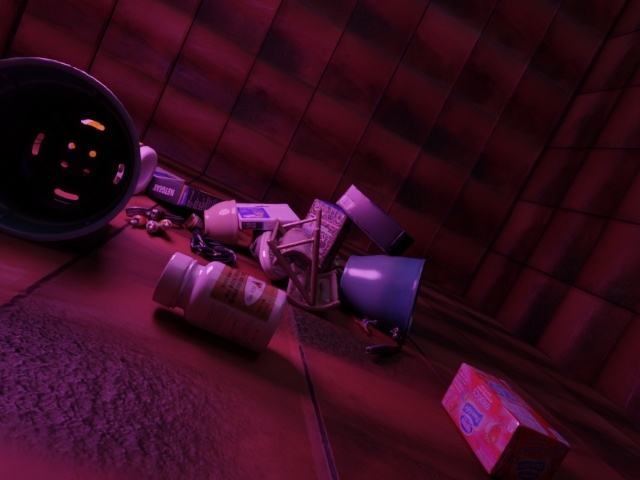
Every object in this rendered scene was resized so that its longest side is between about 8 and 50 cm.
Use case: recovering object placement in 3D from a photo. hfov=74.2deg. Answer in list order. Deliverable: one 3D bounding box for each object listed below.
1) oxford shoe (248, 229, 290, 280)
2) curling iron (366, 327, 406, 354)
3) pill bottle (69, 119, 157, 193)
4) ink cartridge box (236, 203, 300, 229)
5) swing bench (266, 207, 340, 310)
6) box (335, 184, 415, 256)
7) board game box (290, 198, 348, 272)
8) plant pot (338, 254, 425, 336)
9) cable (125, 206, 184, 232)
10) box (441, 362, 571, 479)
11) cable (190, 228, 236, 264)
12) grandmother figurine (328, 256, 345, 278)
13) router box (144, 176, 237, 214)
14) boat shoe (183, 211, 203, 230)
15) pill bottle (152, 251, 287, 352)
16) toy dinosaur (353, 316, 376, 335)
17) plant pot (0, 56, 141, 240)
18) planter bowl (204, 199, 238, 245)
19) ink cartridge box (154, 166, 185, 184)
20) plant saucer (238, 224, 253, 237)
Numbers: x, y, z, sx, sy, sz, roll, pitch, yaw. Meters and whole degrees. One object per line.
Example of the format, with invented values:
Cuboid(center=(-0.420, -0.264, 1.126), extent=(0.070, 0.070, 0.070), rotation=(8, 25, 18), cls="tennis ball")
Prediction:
Cuboid(center=(-0.191, 0.029, 1.512), extent=(0.449, 0.130, 0.169), rotation=(-106, 174, -68), cls="oxford shoe")
Cuboid(center=(0.185, 0.299, 1.214), extent=(0.274, 0.035, 0.068), rotation=(7, 58, -60), cls="curling iron")
Cuboid(center=(-0.789, -0.319, 1.540), extent=(0.334, 0.188, 0.188), rotation=(27, 7, 0), cls="pill bottle")
Cuboid(center=(-0.194, -0.086, 1.504), extent=(0.206, 0.045, 0.208), rotation=(-1, 20, -17), cls="ink cartridge box")
Cuboid(center=(-0.046, 0.062, 1.320), extent=(0.165, 0.255, 0.253), rotation=(-13, 17, 4), cls="swing bench")
Cuboid(center=(0.201, -0.066, 1.537), extent=(0.261, 0.103, 0.184), rotation=(47, 8, 24), cls="box")
Cuboid(center=(0.000, 0.000, 1.681), extent=(0.141, 0.291, 0.232), rotation=(29, 8, 10), cls="board game box")
Cuboid(center=(0.206, 0.167, 1.463), extent=(0.255, 0.272, 0.271), rotation=(13, 3, 15), cls="plant pot")
Cuboid(center=(-0.514, -0.059, 1.323), extent=(0.139, 0.072, 0.287), rotation=(9, -3, -8), cls="cable")
Cuboid(center=(0.387, 0.396, 0.924), extent=(0.128, 0.123, 0.257), rotation=(26, 7, -9), cls="box")
Cuboid(center=(-0.335, 0.019, 1.325), extent=(0.150, 0.047, 0.184), rotation=(24, 7, -22), cls="cable")
Cuboid(center=(0.131, 0.161, 1.825), extent=(0.342, 0.104, 0.208), rotation=(29, -6, 44), cls="grandmother figurine")
Cuboid(center=(-0.504, -0.161, 1.649), extent=(0.309, 0.081, 0.243), rotation=(18, -1, 44), cls="router box")
Cuboid(center=(-0.449, -0.063, 1.505), extent=(0.049, 0.056, 0.152), rotation=(40, 0, -25), cls="boat shoe")
Cuboid(center=(-0.192, 0.115, 0.818), extent=(0.229, 0.131, 0.131), rotation=(25, 7, -9), cls="pill bottle")
Cuboid(center=(0.138, 0.274, 1.328), extent=(0.090, 0.047, 0.082), rotation=(-6, 6, 20), cls="toy dinosaur")
Cuboid(center=(-0.577, -0.191, 0.954), extent=(0.341, 0.341, 0.334), rotation=(24, 0, -21), cls="plant pot")
Cuboid(center=(-0.351, -0.060, 1.486), extent=(0.109, 0.162, 0.162), rotation=(-3, 17, -17), cls="planter bowl")
Cuboid(center=(-0.770, -0.295, 1.939), extent=(0.165, 0.065, 0.332), rotation=(28, 6, 6), cls="ink cartridge box")
Cuboid(center=(-0.289, -0.047, 1.969), extent=(0.259, 0.048, 0.258), rotation=(28, 7, 20), cls="plant saucer")
